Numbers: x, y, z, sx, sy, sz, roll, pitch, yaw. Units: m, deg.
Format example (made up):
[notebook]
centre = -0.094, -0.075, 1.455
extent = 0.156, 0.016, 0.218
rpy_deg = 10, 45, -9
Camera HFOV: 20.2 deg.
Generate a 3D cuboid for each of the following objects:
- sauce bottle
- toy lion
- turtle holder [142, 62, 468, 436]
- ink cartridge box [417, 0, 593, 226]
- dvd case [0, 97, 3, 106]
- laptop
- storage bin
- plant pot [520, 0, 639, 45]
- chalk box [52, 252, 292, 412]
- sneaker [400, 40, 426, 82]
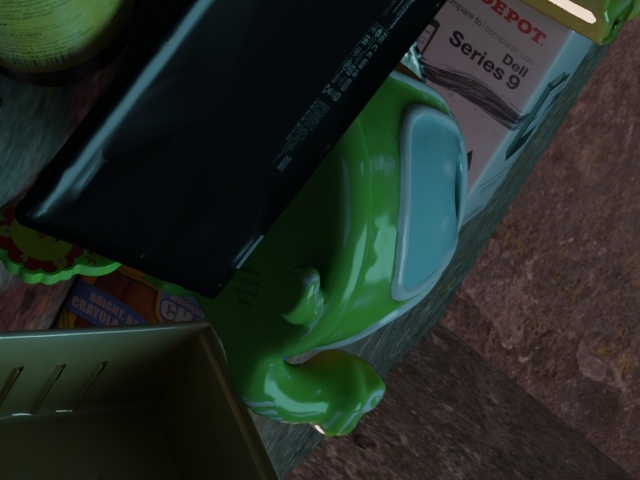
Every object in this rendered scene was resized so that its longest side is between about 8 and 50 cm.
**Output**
[sauce bottle]
centre = -0.157, -0.180, 0.882
extent = 0.111, 0.111, 0.344
rpy_deg = -49, 171, -11
[toy lion]
centre = -0.195, -0.003, 1.364
extent = 0.034, 0.100, 0.096
rpy_deg = 118, -3, -53
[turtle holder]
centre = 0.010, -0.011, 1.455
extent = 0.227, 0.320, 0.243
rpy_deg = -8, 168, -41
[ink cartridge box]
centre = 0.130, -0.181, 1.814
extent = 0.121, 0.211, 0.289
rpy_deg = -34, 159, -53
[dvd case]
centre = -0.256, -0.058, 1.147
extent = 0.087, 0.013, 0.119
rpy_deg = -54, 170, 14
[laptop]
centre = -0.056, -0.185, 1.192
extent = 0.382, 0.236, 0.408
rpy_deg = -53, 157, 4
[storage bin]
centre = -0.178, 0.209, 1.458
extent = 0.262, 0.260, 0.123
rpy_deg = -1, 142, -37
[plant pot]
centre = 0.198, -0.310, 1.538
extent = 0.276, 0.254, 0.276
rpy_deg = -49, 170, -12
[chalk box]
centre = -0.105, 0.042, 1.665
extent = 0.179, 0.180, 0.289
rpy_deg = -38, 162, -52
[sneaker]
centre = 0.014, -0.192, 1.555
extent = 0.122, 0.110, 0.283
rpy_deg = -19, 152, 2
